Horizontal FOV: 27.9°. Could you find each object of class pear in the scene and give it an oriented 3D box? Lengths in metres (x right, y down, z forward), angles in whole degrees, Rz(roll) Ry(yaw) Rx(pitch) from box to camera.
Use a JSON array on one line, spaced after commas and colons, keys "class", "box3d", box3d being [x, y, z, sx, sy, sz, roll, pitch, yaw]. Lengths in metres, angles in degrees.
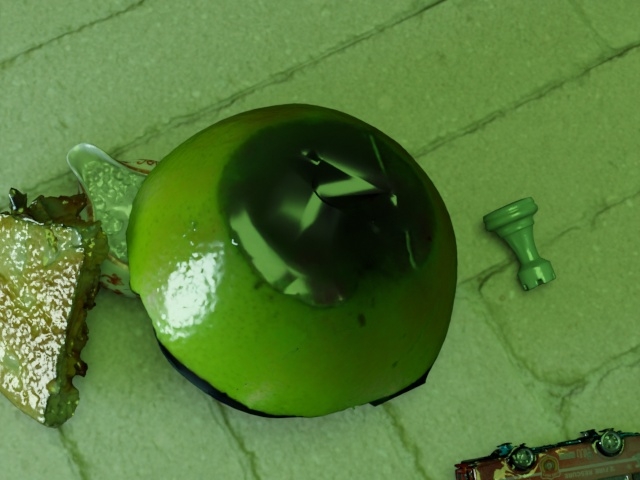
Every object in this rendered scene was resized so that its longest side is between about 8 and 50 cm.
[{"class": "pear", "box3d": [0.000, -0.005, 1.390, 0.399, 0.165, 0.398, 10, 64, -21]}]

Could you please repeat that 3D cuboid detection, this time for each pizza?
[{"class": "pizza", "box3d": [-0.303, 0.044, 1.401, 0.229, 0.081, 0.289, -39, 73, 28]}]

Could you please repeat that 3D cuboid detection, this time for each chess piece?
[{"class": "chess piece", "box3d": [0.242, 0.006, 1.533, 0.067, 0.067, 0.103, -21, 86, -13]}]

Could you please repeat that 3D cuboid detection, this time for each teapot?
[{"class": "teapot", "box3d": [-0.192, -0.004, 1.456, 0.245, 0.116, 0.159, 36, 60, 6]}]

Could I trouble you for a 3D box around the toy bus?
[{"class": "toy bus", "box3d": [0.272, 0.265, 1.447, 0.235, 0.073, 0.096, -9, 80, -11]}]
